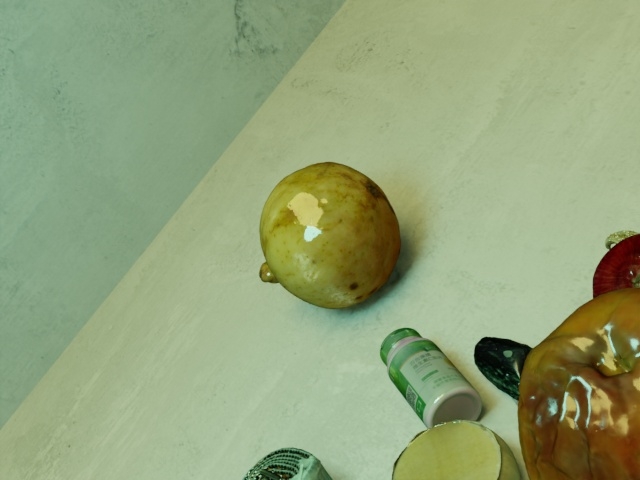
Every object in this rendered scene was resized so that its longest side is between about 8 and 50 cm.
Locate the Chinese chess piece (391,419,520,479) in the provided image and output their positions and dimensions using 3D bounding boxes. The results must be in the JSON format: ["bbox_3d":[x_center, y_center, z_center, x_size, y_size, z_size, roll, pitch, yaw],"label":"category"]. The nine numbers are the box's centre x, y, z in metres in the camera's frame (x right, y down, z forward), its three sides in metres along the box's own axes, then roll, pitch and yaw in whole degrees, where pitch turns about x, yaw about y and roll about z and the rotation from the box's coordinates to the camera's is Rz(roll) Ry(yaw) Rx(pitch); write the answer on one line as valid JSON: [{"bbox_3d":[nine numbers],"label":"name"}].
[{"bbox_3d":[0.263,0.476,1.791,0.257,0.104,0.257,-26,34,19],"label":"Chinese chess piece"}]

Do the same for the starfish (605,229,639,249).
[{"bbox_3d":[0.671,0.044,1.849,0.216,0.071,0.238,-52,44,4],"label":"starfish"}]

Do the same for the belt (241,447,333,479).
[{"bbox_3d":[-0.072,0.571,2.007,0.207,0.150,0.257,-50,23,-21],"label":"belt"}]

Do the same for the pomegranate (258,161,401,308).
[{"bbox_3d":[0.000,0.000,2.364,0.410,0.410,0.410,-28,38,24],"label":"pomegranate"}]

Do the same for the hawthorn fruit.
[{"bbox_3d":[0.514,0.294,1.443,0.472,0.472,0.471,-28,38,24],"label":"hawthorn fruit"}]

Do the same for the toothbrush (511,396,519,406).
[{"bbox_3d":[0.424,0.366,1.836,0.014,0.017,0.194,-37,35,7],"label":"toothbrush"}]

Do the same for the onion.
[{"bbox_3d":[0.629,0.102,1.744,0.248,0.161,0.248,-5,84,57],"label":"onion"}]

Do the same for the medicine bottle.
[{"bbox_3d":[0.231,0.302,2.003,0.133,0.133,0.274,-44,34,2],"label":"medicine bottle"}]

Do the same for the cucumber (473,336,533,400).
[{"bbox_3d":[0.397,0.255,1.922,0.115,0.085,0.193,-46,24,-9],"label":"cucumber"}]
